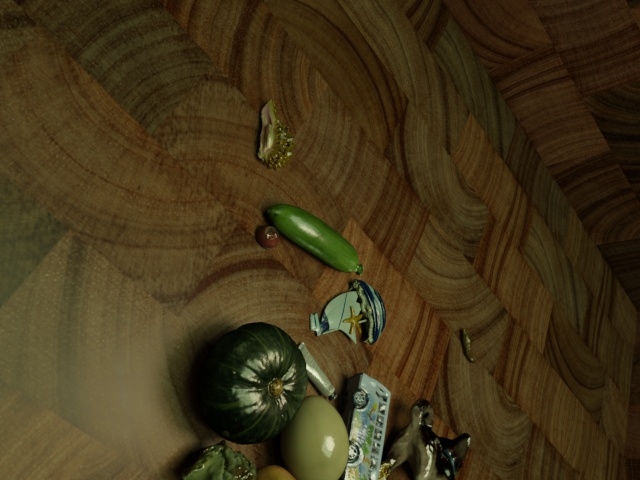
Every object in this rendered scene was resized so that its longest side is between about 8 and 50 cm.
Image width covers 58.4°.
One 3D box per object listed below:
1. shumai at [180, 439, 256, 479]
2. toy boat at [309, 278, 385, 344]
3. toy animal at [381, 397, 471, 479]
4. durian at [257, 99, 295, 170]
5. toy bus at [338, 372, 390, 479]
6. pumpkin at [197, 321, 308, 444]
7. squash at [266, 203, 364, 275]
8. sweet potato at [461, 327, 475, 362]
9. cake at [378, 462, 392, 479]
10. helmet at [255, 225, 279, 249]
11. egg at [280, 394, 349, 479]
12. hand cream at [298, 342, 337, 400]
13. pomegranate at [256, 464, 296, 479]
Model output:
[{"bbox_3d":[-0.247,0.553,1.330,0.142,0.184,0.184,44,53,-20],"label":"shumai"},{"bbox_3d":[0.079,0.242,1.824,0.291,0.067,0.220,-9,86,-34],"label":"toy boat"},{"bbox_3d":[0.371,0.701,1.883,0.344,0.194,0.302,35,63,-39],"label":"toy animal"},{"bbox_3d":[-0.128,-0.327,1.730,0.140,0.078,0.224,0,81,-44],"label":"durian"},{"bbox_3d":[0.119,0.568,1.696,0.136,0.109,0.329,24,57,-15],"label":"toy bus"},{"bbox_3d":[-0.173,0.356,1.435,0.300,0.208,0.299,-5,97,-51],"label":"pumpkin"},{"bbox_3d":[0.000,0.000,1.755,0.395,0.107,0.107,36,57,-33],"label":"squash"},{"bbox_3d":[0.583,0.421,2.267,0.041,0.038,0.153,-18,95,-22],"label":"sweet potato"},{"bbox_3d":[0.133,0.710,1.708,0.185,0.116,0.079,13,69,-46],"label":"cake"},{"bbox_3d":[-0.143,-0.011,1.659,0.084,0.049,0.065,35,56,-33],"label":"helmet"},{"bbox_3d":[-0.017,0.544,1.549,0.186,0.186,0.241,8,63,-43],"label":"egg"},{"bbox_3d":[-0.017,0.394,1.692,0.067,0.042,0.194,-44,106,-33],"label":"hand cream"},{"bbox_3d":[-0.128,0.656,1.414,0.191,0.191,0.191,13,71,-42],"label":"pomegranate"}]
